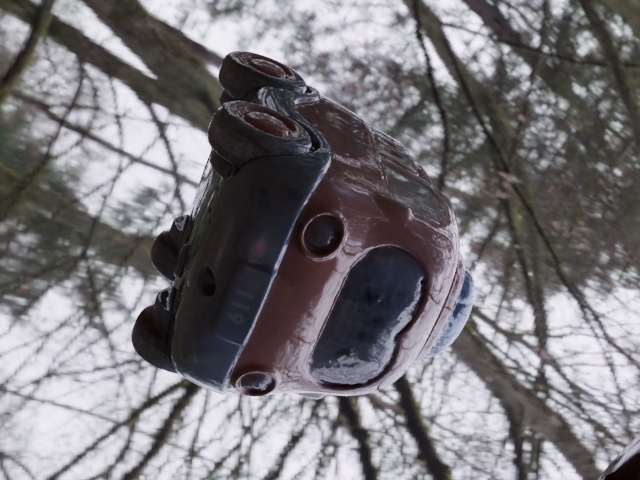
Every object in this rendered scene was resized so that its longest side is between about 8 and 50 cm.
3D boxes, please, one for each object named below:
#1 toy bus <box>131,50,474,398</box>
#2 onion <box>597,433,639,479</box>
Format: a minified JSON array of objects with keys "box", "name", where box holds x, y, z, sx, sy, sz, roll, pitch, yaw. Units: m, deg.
[{"box":[0.000,0.000,0.823,0.294,0.232,0.197,-98,-150,-66],"name":"toy bus"},{"box":[0.198,0.208,0.375,0.353,0.353,0.353,-11,-109,35],"name":"onion"}]
